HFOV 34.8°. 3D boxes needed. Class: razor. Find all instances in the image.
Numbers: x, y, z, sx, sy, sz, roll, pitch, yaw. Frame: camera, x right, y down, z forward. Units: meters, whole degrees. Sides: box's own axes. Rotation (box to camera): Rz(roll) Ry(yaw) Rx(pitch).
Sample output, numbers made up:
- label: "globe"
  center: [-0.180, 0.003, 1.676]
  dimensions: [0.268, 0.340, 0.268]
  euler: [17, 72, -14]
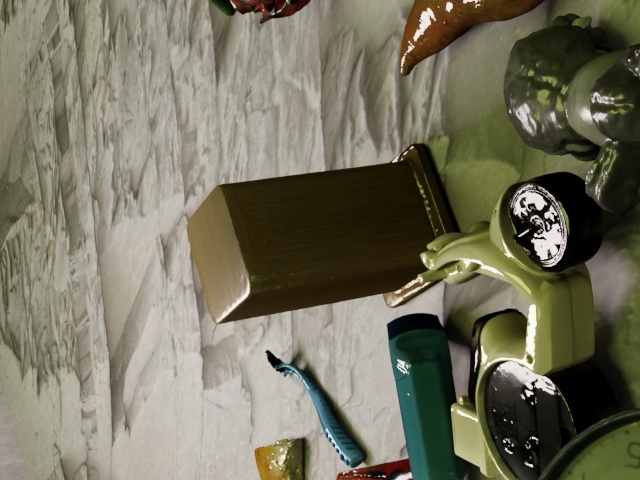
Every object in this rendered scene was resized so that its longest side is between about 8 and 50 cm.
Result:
- label: "razor"
  center: [-0.006, 0.273, 1.674]
  dimensions: [0.253, 0.042, 0.082]
  euler: [50, 178, 39]

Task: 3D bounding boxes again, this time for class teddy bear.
- label: "teddy bear"
  center: [0.296, -0.125, 1.031]
  dimensions: [0.251, 0.144, 0.171]
  euler: [-137, 52, -58]

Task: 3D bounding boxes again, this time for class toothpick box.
- label: "toothpick box"
  center: [0.000, 0.000, 1.363]
  dimensions: [0.190, 0.308, 0.187]
  euler: [-39, 64, 55]

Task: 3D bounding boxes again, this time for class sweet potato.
- label: "sweet potato"
  center: [0.193, -0.299, 1.195]
  dimensions: [0.354, 0.095, 0.106]
  euler: [-20, 76, 55]

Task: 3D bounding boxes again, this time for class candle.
- label: "candle"
  center: [0.081, 0.370, 1.546]
  dimensions: [0.302, 0.059, 0.084]
  euler: [-19, 68, 55]

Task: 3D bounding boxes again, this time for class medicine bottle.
- label: "medicine bottle"
  center: [0.147, 0.233, 1.374]
  dimensions: [0.124, 0.079, 0.258]
  euler: [-102, 1, -79]

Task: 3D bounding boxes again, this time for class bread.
- label: "bread"
  center: [-0.081, 0.400, 1.810]
  dimensions: [0.136, 0.054, 0.154]
  euler: [27, 116, 55]

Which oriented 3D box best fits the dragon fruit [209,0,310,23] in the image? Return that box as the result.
- label: "dragon fruit"
  center: [-0.061, -0.454, 1.466]
  dimensions: [0.293, 0.234, 0.234]
  euler: [-47, 57, 34]

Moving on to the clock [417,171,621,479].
- label: "clock"
  center: [0.228, 0.106, 1.196]
  dimensions: [0.276, 0.120, 0.379]
  euler: [10, 109, 60]

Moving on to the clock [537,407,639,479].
- label: "clock"
  center: [0.346, 0.314, 0.977]
  dimensions: [0.325, 0.067, 0.325]
  euler: [-12, 68, 31]
